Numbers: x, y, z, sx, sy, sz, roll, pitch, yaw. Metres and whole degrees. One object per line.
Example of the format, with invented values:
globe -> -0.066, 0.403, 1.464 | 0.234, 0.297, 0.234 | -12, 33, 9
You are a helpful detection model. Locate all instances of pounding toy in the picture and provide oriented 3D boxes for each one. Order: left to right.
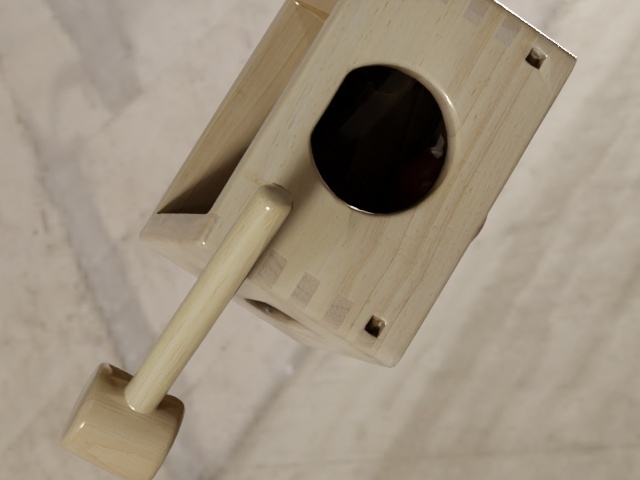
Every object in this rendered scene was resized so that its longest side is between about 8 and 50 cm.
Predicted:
pounding toy -> -0.001, 0.005, 0.605 | 0.094, 0.181, 0.206 | 33, -98, -13
